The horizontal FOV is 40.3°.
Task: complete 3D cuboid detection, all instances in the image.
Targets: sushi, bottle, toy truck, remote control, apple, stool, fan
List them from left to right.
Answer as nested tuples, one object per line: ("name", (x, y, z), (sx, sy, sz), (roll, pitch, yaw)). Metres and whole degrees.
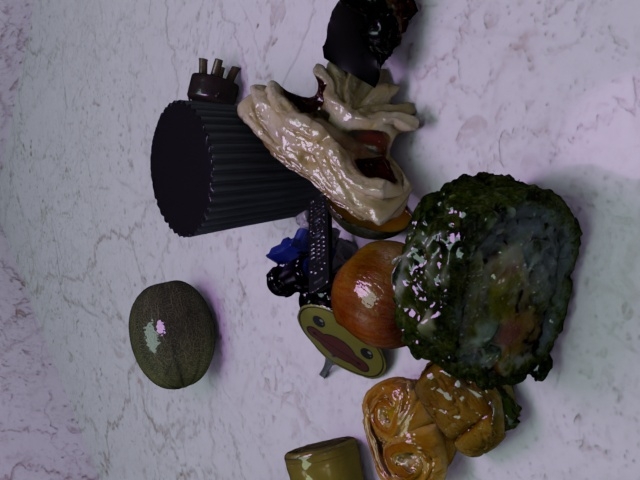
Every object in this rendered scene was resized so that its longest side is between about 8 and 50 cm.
("stool", (-0.281, -0.397, 2.260), (0.217, 0.125, 0.121), (179, 103, -72))
("stool", (-0.171, -0.168, 1.958), (0.297, 0.330, 0.297), (13, 107, 53))
("toy truck", (-0.002, 0.056, 1.891), (0.161, 0.213, 0.177), (-23, 39, 53))
("remote control", (0.000, 0.000, 1.789), (0.063, 0.025, 0.245), (-30, 44, 34))
("bottle", (0.036, 0.630, 1.951), (0.171, 0.171, 0.351), (-20, 81, 53))
("fan", (0.037, 0.241, 1.925), (0.229, 0.011, 0.335), (34, 149, 9))
("sushi", (0.103, -0.428, 1.691), (0.153, 0.150, 0.172), (36, 155, 29))
("apple", (0.129, 0.104, 1.695), (0.188, 0.211, 0.211), (28, 118, 38))
("sushi", (0.266, 0.067, 1.437), (0.178, 0.294, 0.352), (31, 122, 52))

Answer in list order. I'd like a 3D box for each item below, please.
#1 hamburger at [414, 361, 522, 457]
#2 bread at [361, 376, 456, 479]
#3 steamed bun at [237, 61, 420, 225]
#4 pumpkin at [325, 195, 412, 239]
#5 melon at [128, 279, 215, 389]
("hamburger", (0.264, 0.293, 1.617), (0.206, 0.130, 0.183), (62, 142, 22))
("bread", (0.176, 0.392, 1.758), (0.198, 0.120, 0.236), (-31, 70, 50))
("steamed bun", (0.052, -0.231, 1.746), (0.428, 0.247, 0.189), (43, 138, 26))
("pumpkin", (0.055, -0.088, 1.807), (0.278, 0.163, 0.111), (61, 142, 30))
("melon", (-0.413, 0.266, 2.447), (0.237, 0.237, 0.302), (-19, 80, 53))
